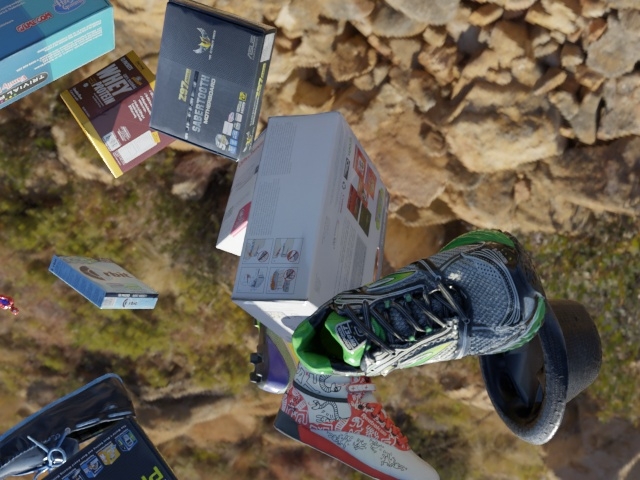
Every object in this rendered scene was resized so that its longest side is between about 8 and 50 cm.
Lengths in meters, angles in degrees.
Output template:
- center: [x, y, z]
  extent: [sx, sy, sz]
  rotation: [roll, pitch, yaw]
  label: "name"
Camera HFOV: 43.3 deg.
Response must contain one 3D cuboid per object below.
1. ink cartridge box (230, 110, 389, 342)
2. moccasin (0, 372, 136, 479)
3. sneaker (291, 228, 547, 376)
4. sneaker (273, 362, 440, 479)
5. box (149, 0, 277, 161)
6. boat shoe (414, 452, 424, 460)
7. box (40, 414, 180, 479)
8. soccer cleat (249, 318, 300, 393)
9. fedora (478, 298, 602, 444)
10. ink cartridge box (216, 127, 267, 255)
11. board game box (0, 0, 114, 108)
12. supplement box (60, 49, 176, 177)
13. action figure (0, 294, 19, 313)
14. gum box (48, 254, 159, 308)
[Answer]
- center: [0.000, 0.000, 1.288]
  extent: [0.130, 0.310, 0.272]
  rotation: [-1, 155, 24]
  label: "ink cartridge box"
- center: [-0.491, 0.371, 1.523]
  extent: [0.117, 0.342, 0.138]
  rotation: [51, 140, 9]
  label: "moccasin"
- center: [0.100, 0.093, 0.887]
  extent: [0.343, 0.146, 0.134]
  rotation: [-31, 80, 48]
  label: "sneaker"
- center: [0.072, 0.264, 1.208]
  extent: [0.270, 0.145, 0.090]
  rotation: [21, 176, 18]
  label: "sneaker"
- center: [-0.187, -0.274, 1.375]
  extent: [0.183, 0.059, 0.233]
  rotation: [22, 117, 13]
  label: "box"
- center: [0.242, 0.579, 1.922]
  extent: [0.056, 0.152, 0.049]
  rotation: [12, 135, -44]
  label: "boat shoe"
- center: [-0.304, 0.404, 1.090]
  extent: [0.216, 0.270, 0.060]
  rotation: [52, 165, 10]
  label: "box"
- center: [-0.071, 0.171, 1.635]
  extent: [0.121, 0.289, 0.093]
  rotation: [14, 150, -17]
  label: "soccer cleat"
- center: [0.426, 0.217, 1.522]
  extent: [0.152, 0.334, 0.334]
  rotation: [-9, 138, -14]
  label: "fedora"
- center: [-0.115, -0.091, 1.588]
  extent: [0.092, 0.218, 0.158]
  rotation: [21, 152, -22]
  label: "ink cartridge box"
- center: [-0.401, -0.271, 0.778]
  extent: [0.336, 0.253, 0.079]
  rotation: [52, 158, 9]
  label: "board game box"
- center: [-0.450, -0.289, 1.851]
  extent: [0.129, 0.194, 0.191]
  rotation: [48, 167, 34]
  label: "supplement box"
- center: [-0.624, 0.106, 1.533]
  extent: [0.115, 0.030, 0.038]
  rotation: [37, 125, -27]
  label: "action figure"
- center: [-0.470, 0.090, 1.753]
  extent: [0.184, 0.157, 0.041]
  rotation: [29, 102, 30]
  label: "gum box"
